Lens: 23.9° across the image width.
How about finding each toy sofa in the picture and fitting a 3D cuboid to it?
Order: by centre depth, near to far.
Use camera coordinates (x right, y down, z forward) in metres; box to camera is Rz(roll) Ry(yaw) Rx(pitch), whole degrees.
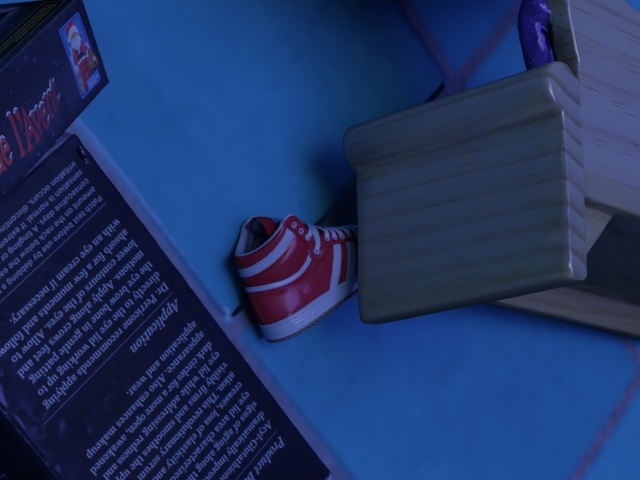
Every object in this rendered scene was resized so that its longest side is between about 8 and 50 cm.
[{"bbox_3d":[0.190,-0.020,0.920,0.363,0.150,0.177,14,70,-43],"label":"toy sofa"}]

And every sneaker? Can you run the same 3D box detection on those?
[{"bbox_3d":[0.000,0.000,0.862,0.118,0.042,0.067,-38,109,-34],"label":"sneaker"}]

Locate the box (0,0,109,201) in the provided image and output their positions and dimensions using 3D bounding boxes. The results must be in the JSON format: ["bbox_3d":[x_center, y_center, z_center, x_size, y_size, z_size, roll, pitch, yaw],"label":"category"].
[{"bbox_3d":[-0.203,-0.022,0.583,0.233,0.159,0.044,-60,143,-52],"label":"box"}]

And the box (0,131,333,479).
[{"bbox_3d":[-0.122,0.073,0.685,0.108,0.153,0.207,-48,113,-34],"label":"box"}]
